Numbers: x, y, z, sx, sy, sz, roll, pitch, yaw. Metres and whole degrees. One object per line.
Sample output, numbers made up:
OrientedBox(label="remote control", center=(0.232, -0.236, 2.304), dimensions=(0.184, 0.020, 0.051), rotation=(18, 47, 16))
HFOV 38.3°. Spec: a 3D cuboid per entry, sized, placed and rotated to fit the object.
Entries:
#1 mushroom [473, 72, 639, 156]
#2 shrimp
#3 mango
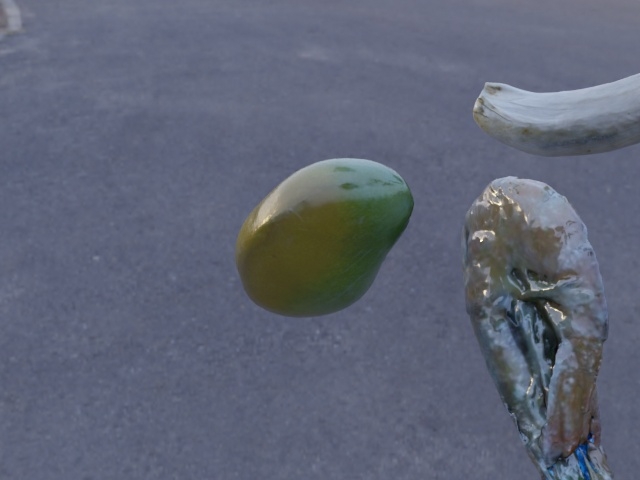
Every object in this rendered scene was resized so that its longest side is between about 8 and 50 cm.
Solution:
OrientedBox(label="mushroom", center=(0.398, -0.187, 1.349), dimensions=(0.351, 0.122, 0.095), rotation=(0, 11, 25))
OrientedBox(label="shrimp", center=(0.279, 0.133, 1.103), dimensions=(0.110, 0.445, 0.221), rotation=(-7, -14, -31))
OrientedBox(label="mango", center=(0.000, 0.000, 0.989), dimensions=(0.156, 0.251, 0.114), rotation=(32, 53, -8))
